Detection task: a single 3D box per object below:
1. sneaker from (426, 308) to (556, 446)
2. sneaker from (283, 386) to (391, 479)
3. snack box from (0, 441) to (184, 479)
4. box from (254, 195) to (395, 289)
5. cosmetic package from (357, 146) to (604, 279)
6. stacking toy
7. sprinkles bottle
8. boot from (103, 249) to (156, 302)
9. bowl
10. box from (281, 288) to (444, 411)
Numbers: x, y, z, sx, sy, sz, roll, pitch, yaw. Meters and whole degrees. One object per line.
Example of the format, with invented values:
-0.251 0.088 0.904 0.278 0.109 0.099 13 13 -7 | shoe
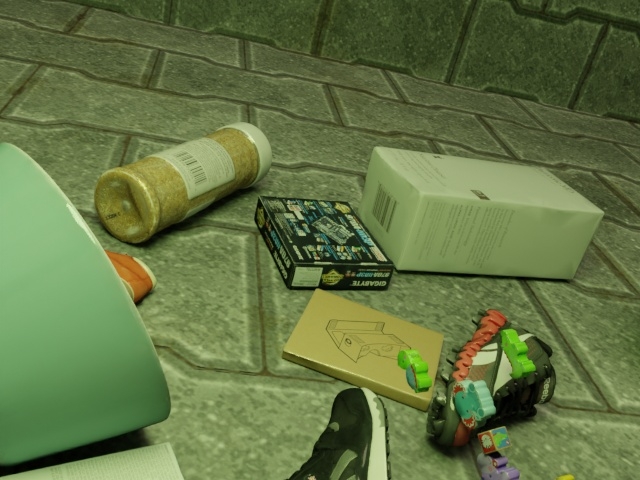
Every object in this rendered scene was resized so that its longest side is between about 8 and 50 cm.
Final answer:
0.228 0.182 0.874 0.135 0.097 0.276 24 28 20 | sneaker
0.001 0.240 0.656 0.124 0.107 0.283 7 28 -3 | sneaker
-0.157 0.302 0.502 0.187 0.060 0.322 -3 33 -29 | snack box
0.000 0.000 1.143 0.175 0.051 0.220 2 31 -24 | box
0.290 -0.049 1.267 0.385 0.156 0.217 2 29 -22 | cosmetic package
0.179 0.213 0.742 0.167 0.052 0.221 -3 67 -30 | stacking toy
-0.218 -0.109 1.158 0.121 0.121 0.355 25 29 17 | sprinkles bottle
-0.299 0.036 0.929 0.158 0.059 0.084 32 28 13 | boot
-0.294 0.082 0.633 0.163 0.311 0.311 -32 51 -31 | bowl
0.065 0.145 0.943 0.201 0.021 0.164 20 28 7 | box
